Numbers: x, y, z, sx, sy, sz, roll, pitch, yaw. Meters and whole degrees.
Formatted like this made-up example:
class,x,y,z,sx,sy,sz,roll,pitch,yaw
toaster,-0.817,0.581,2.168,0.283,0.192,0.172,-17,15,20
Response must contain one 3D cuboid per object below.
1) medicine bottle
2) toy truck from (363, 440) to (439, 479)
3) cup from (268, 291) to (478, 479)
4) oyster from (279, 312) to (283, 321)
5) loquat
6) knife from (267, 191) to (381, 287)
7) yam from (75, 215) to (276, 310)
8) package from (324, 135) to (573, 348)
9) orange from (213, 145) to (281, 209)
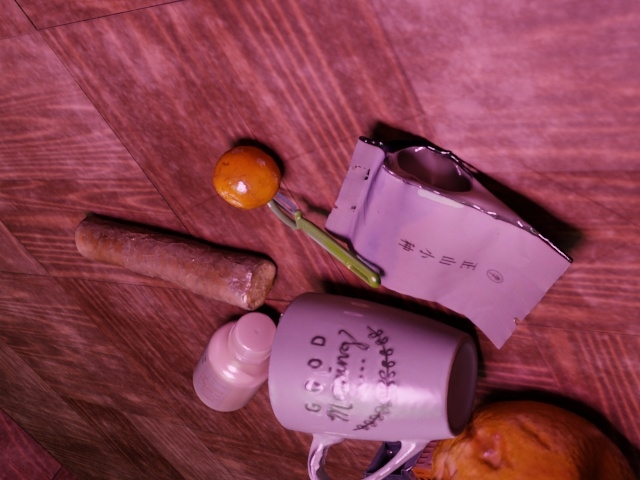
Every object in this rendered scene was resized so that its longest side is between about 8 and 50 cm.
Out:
class,x,y,z,sx,sy,sz,roll,pitch,yaw
medicine bottle,-0.130,0.189,1.435,0.114,0.114,0.252,33,149,-1
toy truck,0.158,0.372,1.462,0.192,0.083,0.092,-14,120,51
cup,0.070,0.209,1.167,0.234,0.258,0.186,7,177,27
oyster,-0.011,0.151,1.343,0.121,0.045,0.146,-1,128,47
loquat,0.275,0.349,1.167,0.283,0.276,0.276,25,155,-28
knife,-0.001,0.000,1.087,0.212,0.015,0.054,38,153,34
yam,-0.228,0.029,1.342,0.356,0.081,0.081,13,143,31
package,0.131,-0.002,0.985,0.250,0.062,0.204,32,148,7
orange,-0.088,-0.076,1.075,0.083,0.070,0.083,27,161,10
